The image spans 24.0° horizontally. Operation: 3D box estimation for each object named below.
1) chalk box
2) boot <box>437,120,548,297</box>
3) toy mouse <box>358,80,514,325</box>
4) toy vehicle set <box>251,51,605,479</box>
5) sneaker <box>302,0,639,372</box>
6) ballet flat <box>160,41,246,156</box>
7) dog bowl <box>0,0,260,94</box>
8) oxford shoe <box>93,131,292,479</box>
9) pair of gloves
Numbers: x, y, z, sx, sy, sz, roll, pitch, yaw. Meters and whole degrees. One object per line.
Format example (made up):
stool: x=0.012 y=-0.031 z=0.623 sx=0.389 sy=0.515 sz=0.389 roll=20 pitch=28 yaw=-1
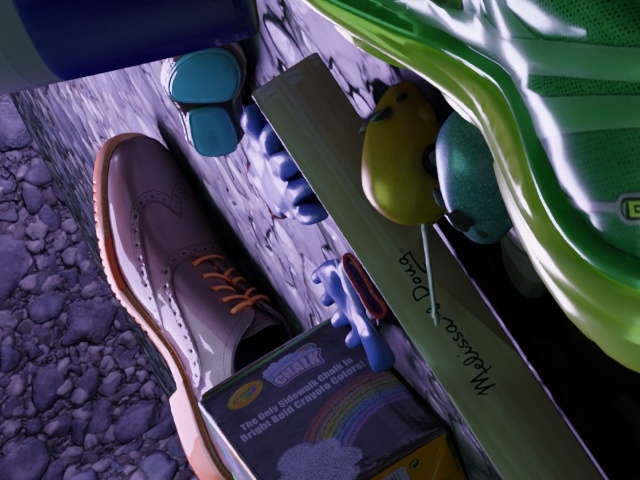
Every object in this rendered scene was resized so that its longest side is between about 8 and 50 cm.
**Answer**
chalk box: x=0.005 y=0.159 z=1.130 sx=0.213 sy=0.132 sz=0.132 roll=45 pitch=162 yaw=51
boot: x=0.073 y=-0.035 z=0.618 sx=0.118 sy=0.042 sz=0.087 roll=54 pitch=159 yaw=35
toy mouse: x=0.047 y=-0.057 z=0.577 sx=0.143 sy=0.031 sz=0.161 roll=146 pitch=116 yaw=-65
toy vehicle set: x=0.067 y=0.043 z=0.717 sx=0.266 sy=0.035 sz=0.166 roll=57 pitch=-176 yaw=11
sneaker: x=0.069 y=-0.087 z=0.408 sx=0.295 sy=0.109 sz=0.123 roll=54 pitch=139 yaw=44
ballet flat: x=-0.078 y=-0.110 z=1.006 sx=0.168 sy=0.057 sz=0.052 roll=100 pitch=166 yaw=-69
dog bowl: x=-0.096 y=-0.191 z=0.532 sx=0.265 sy=0.104 sz=0.264 roll=169 pitch=90 yaw=-90
oxford shoe: x=-0.096 y=0.055 z=1.402 sx=0.133 sy=0.130 sz=0.363 roll=-26 pitch=88 yaw=45
pair of gloves: x=0.000 y=0.000 z=1.026 sx=0.198 sy=0.023 sz=0.159 roll=59 pitch=170 yaw=5
